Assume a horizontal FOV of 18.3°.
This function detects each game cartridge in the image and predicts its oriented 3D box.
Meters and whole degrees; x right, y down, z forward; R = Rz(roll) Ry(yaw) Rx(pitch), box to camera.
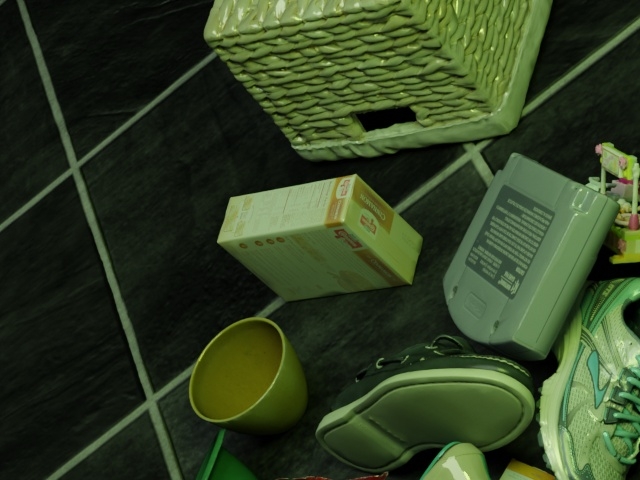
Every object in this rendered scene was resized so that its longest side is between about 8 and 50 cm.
[{"bbox_3d":[0.209,0.019,2.050,0.196,0.060,0.294,-60,14,4],"label":"game cartridge"}]

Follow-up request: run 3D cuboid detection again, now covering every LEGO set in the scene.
[{"bbox_3d":[0.358,-0.034,1.984,0.287,0.132,0.107,19,115,50],"label":"LEGO set"}]

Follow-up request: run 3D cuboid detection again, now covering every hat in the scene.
[{"bbox_3d":[-0.056,0.314,2.176,0.208,0.184,0.173,122,169,-74],"label":"hat"}]

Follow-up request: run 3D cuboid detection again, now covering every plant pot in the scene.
[{"bbox_3d":[-0.067,0.168,2.248,0.134,0.095,0.134,-24,44,26],"label":"plant pot"}]

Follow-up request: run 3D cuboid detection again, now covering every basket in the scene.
[{"bbox_3d":[0.076,-0.305,2.382,0.328,0.266,0.331,-6,56,38],"label":"basket"}]

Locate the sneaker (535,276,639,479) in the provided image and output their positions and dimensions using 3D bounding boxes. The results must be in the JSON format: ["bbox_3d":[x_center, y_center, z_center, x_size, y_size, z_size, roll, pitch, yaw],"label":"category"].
[{"bbox_3d":[0.286,0.146,1.941,0.122,0.110,0.283,-17,48,27],"label":"sneaker"}]

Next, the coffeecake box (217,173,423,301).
[{"bbox_3d":[0.000,0.000,2.289,0.185,0.142,0.068,-9,53,37],"label":"coffeecake box"}]

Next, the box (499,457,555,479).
[{"bbox_3d":[0.191,0.290,1.970,0.081,0.028,0.136,20,75,48],"label":"box"}]

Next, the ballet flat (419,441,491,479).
[{"bbox_3d":[0.092,0.310,1.981,0.248,0.086,0.086,-55,36,22],"label":"ballet flat"}]

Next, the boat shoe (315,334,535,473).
[{"bbox_3d":[0.119,0.153,2.034,0.113,0.127,0.340,-60,12,-29],"label":"boat shoe"}]
